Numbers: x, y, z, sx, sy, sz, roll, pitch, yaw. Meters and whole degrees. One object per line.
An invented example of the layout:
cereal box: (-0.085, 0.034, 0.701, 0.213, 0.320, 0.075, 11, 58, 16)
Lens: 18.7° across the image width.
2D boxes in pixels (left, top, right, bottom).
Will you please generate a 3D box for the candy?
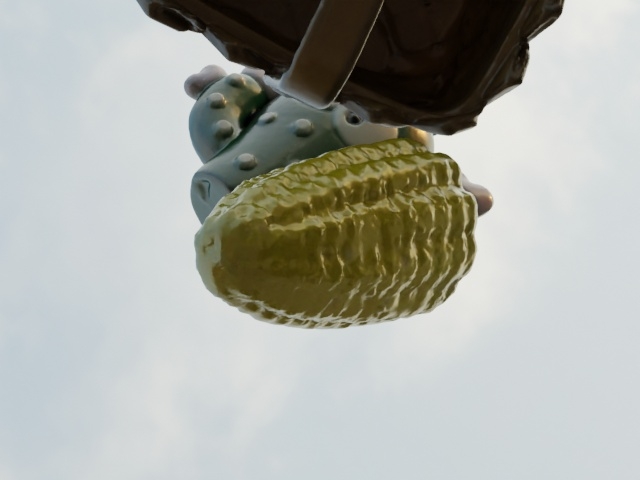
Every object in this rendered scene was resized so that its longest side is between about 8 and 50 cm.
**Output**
candy: (0.000, 0.000, 1.056, 0.199, 0.094, 0.106, -8, -77, -54)

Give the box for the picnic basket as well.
picnic basket: (0.021, -0.210, 1.216, 0.291, 0.321, 0.254, 25, -87, -9)

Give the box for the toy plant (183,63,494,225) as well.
toy plant: (0.007, -0.069, 1.580, 0.243, 0.232, 0.112, -5, -42, -17)
